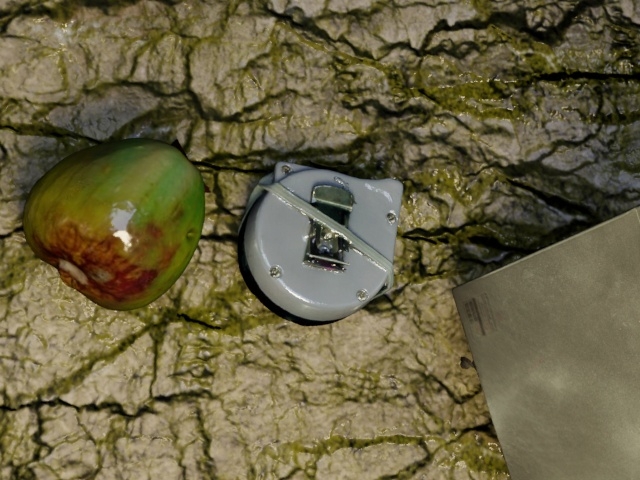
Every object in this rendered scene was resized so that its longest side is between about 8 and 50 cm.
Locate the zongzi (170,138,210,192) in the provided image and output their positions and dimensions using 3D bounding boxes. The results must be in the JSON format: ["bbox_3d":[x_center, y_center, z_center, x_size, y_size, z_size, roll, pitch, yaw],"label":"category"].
[{"bbox_3d":[-0.160,-0.071,1.653,0.073,0.067,0.083,42,50,2],"label":"zongzi"}]

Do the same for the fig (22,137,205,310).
[{"bbox_3d":[-0.212,-0.024,1.548,0.191,0.181,0.181,-41,92,-4],"label":"fig"}]

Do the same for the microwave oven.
[{"bbox_3d":[0.378,0.200,1.596,0.236,0.374,0.432,-6,75,-43],"label":"microwave oven"}]

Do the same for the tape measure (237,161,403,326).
[{"bbox_3d":[-0.001,0.004,1.659,0.182,0.107,0.181,8,68,-19],"label":"tape measure"}]
